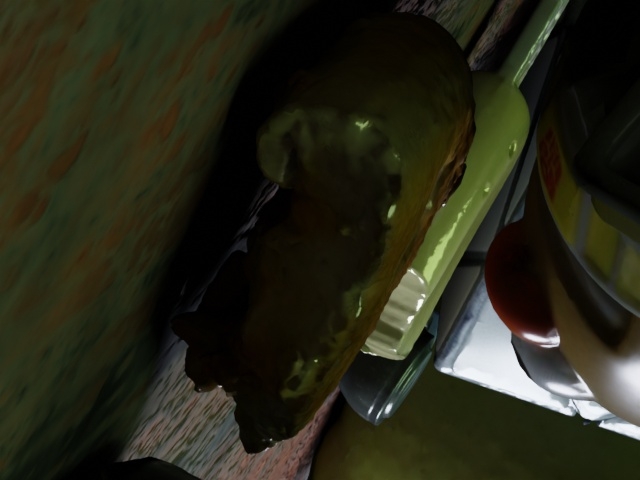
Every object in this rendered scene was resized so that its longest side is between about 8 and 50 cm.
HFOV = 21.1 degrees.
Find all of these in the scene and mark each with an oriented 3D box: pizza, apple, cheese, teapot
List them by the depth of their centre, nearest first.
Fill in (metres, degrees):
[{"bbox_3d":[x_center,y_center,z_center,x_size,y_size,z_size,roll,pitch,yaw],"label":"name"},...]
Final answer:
[{"bbox_3d":[0.000,0.000,0.536,0.182,0.062,0.161,-55,167,-65],"label":"pizza"},{"bbox_3d":[0.079,-0.059,0.852,0.255,0.050,0.127,-60,172,-2],"label":"cheese"},{"bbox_3d":[0.037,0.066,1.054,0.088,0.057,0.066,-49,169,-38],"label":"teapot"},{"bbox_3d":[0.208,0.228,1.443,0.474,0.473,0.473,-57,173,-11],"label":"apple"}]

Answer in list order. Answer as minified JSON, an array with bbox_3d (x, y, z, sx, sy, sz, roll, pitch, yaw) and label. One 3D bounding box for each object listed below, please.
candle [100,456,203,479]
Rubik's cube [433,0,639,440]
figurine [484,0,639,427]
[{"bbox_3d":[0.025,0.209,0.517,0.187,0.330,0.187,-57,165,-24],"label":"candle"},{"bbox_3d":[0.201,-0.021,1.035,0.205,0.205,0.207,-78,-170,-46],"label":"Rubik's cube"},{"bbox_3d":[0.135,-0.022,0.556,0.285,0.167,0.343,67,32,-66],"label":"figurine"}]
